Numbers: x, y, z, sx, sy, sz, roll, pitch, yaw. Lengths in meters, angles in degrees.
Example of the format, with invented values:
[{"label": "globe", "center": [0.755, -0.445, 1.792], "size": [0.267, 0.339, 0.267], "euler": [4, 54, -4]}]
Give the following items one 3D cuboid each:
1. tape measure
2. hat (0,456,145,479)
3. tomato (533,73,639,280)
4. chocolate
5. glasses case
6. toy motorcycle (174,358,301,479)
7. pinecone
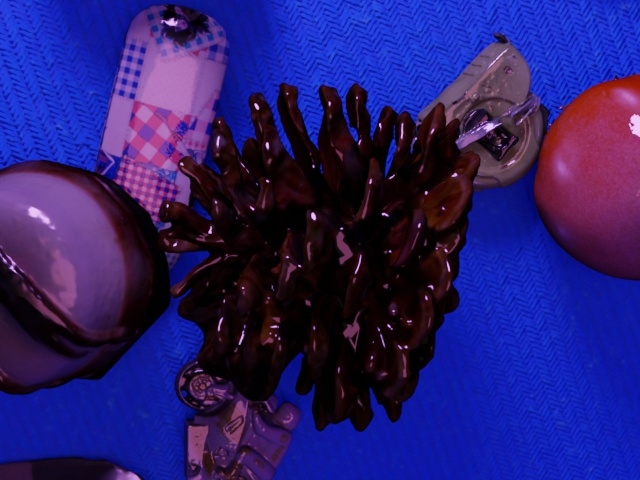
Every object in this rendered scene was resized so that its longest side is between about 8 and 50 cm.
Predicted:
[{"label": "tape measure", "center": [0.201, -0.138, 1.771], "size": [0.177, 0.087, 0.154], "euler": [-42, 108, 1]}, {"label": "hat", "center": [-0.368, 0.428, 1.712], "size": [0.382, 0.257, 0.366], "euler": [-7, 102, 12]}, {"label": "tomato", "center": [0.386, -0.075, 1.736], "size": [0.256, 0.224, 0.255], "euler": [-15, 125, -22]}, {"label": "chocolate", "center": [-0.331, 0.056, 1.629], "size": [0.284, 0.186, 0.283], "euler": [3, 106, 9]}, {"label": "glasses case", "center": [-0.197, -0.116, 1.716], "size": [0.125, 0.076, 0.327], "euler": [13, 96, -7]}, {"label": "toy motorcycle", "center": [-0.096, 0.248, 1.787], "size": [0.152, 0.073, 0.225], "euler": [-8, 98, -10]}, {"label": "pinecone", "center": [0.000, 0.000, 1.609], "size": [0.398, 0.398, 0.397], "euler": [-1, 98, -9]}]
